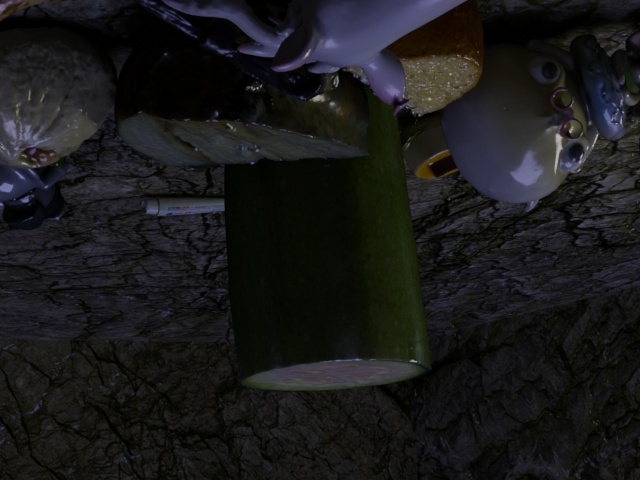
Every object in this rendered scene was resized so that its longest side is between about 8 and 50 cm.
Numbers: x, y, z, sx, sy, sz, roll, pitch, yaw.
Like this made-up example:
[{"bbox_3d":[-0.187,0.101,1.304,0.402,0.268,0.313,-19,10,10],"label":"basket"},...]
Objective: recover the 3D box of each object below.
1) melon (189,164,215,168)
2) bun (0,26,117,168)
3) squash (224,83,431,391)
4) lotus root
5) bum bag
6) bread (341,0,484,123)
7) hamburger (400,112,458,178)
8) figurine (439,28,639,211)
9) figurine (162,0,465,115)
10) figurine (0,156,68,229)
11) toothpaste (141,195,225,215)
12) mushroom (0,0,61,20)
[{"bbox_3d":[-0.149,-0.142,1.543,0.098,0.098,0.130,3,169,-37],"label":"melon"},{"bbox_3d":[-0.331,-0.147,1.341,0.220,0.134,0.220,-10,167,-2],"label":"bun"},{"bbox_3d":[0.000,0.000,1.616,0.263,0.385,0.263,-5,165,-1],"label":"squash"},{"bbox_3d":[-0.112,-0.172,1.333,0.267,0.149,0.260,-2,171,23],"label":"lotus root"},{"bbox_3d":[-0.080,-0.209,1.129,0.232,0.107,0.060,31,129,-15],"label":"bum bag"},{"bbox_3d":[0.103,-0.222,1.259,0.134,0.129,0.260,-21,163,25],"label":"bread"},{"bbox_3d":[0.171,-0.144,1.745,0.141,0.082,0.126,-27,162,25],"label":"hamburger"},{"bbox_3d":[0.343,-0.197,1.481,0.394,0.227,0.274,-21,-164,11],"label":"figurine"},{"bbox_3d":[0.033,-0.244,0.963,0.315,0.284,0.206,-35,149,13],"label":"figurine"},{"bbox_3d":[-0.411,-0.091,1.593,0.147,0.126,0.192,-1,154,21],"label":"figurine"},{"bbox_3d":[-0.201,-0.060,2.037,0.218,0.033,0.052,-2,171,-32],"label":"toothpaste"},{"bbox_3d":[-0.367,-0.204,1.086,0.208,0.302,0.233,35,-177,19],"label":"mushroom"}]
